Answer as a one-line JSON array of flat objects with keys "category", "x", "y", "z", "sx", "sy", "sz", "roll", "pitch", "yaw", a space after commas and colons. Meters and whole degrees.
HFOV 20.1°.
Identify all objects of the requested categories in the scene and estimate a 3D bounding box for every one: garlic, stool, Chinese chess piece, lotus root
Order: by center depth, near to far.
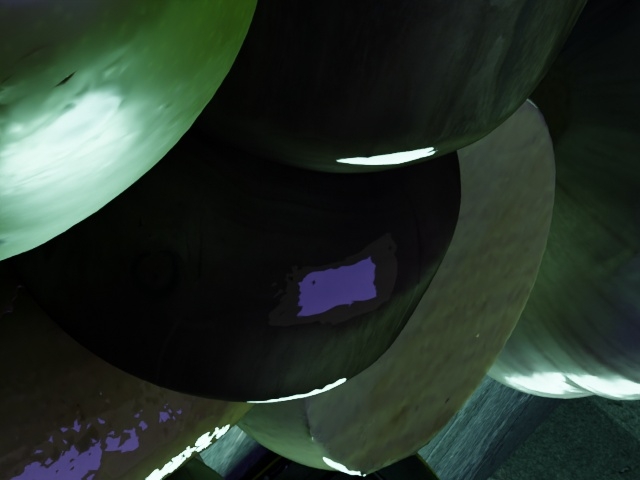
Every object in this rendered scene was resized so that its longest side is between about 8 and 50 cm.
[{"category": "stool", "x": -0.004, "y": -0.089, "z": 0.639, "sx": 0.179, "sy": 0.179, "sz": 0.264, "roll": -37, "pitch": 162, "yaw": -42}, {"category": "lotus root", "x": -0.106, "y": 0.049, "z": 0.760, "sx": 0.303, "sy": 0.146, "sz": 0.130, "roll": -33, "pitch": 117, "yaw": -42}, {"category": "Chinese chess piece", "x": 0.031, "y": 0.008, "z": 1.025, "sx": 0.251, "sy": 0.097, "sz": 0.250, "roll": -34, "pitch": 137, "yaw": -38}, {"category": "garlic", "x": 0.220, "y": -0.037, "z": 1.263, "sx": 0.317, "sy": 0.259, "sz": 0.317, "roll": -165, "pitch": -90, "yaw": -71}]

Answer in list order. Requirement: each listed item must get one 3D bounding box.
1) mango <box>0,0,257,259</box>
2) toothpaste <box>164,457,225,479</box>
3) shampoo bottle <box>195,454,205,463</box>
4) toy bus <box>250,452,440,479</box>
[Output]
[{"category": "mango", "x": -0.103, "y": -0.065, "z": 0.472, "sx": 0.175, "sy": 0.143, "sz": 0.293, "roll": -15, "pitch": 165, "yaw": -17}, {"category": "toothpaste", "x": -0.107, "y": 0.102, "z": 0.883, "sx": 0.067, "sy": 0.037, "sz": 0.255, "roll": -15, "pitch": -170, "yaw": -17}, {"category": "shampoo bottle", "x": -0.135, "y": 0.151, "z": 1.069, "sx": 0.127, "sy": 0.078, "sz": 0.257, "roll": -35, "pitch": 169, "yaw": 5}, {"category": "toy bus", "x": -0.043, "y": 0.294, "z": 1.615, "sx": 0.331, "sy": 0.145, "sz": 0.151, "roll": -37, "pitch": 163, "yaw": -35}]
